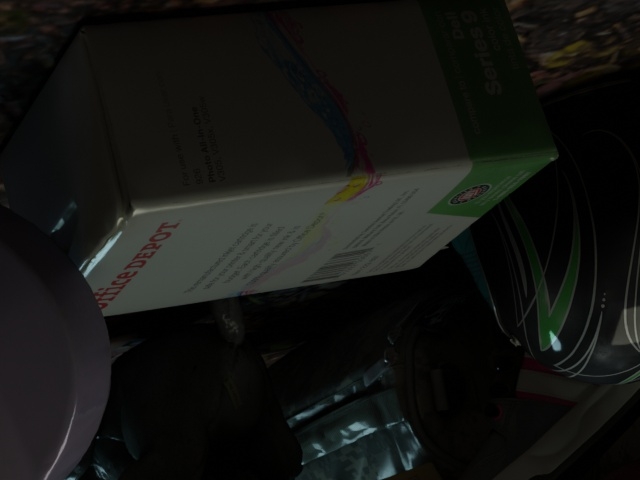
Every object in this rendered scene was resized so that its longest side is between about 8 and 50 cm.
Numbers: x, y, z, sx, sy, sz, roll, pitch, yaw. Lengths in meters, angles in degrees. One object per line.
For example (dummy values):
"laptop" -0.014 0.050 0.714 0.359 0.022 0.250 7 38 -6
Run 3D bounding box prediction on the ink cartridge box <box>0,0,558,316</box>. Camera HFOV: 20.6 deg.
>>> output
"ink cartridge box" -0.025 -0.037 0.818 0.212 0.093 0.154 -10 164 -27

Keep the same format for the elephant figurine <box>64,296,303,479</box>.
"elephant figurine" -0.146 0.138 1.264 0.239 0.186 0.169 5 146 41

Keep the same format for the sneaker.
"sneaker" 0.137 0.062 1.187 0.295 0.178 0.124 -45 162 -10

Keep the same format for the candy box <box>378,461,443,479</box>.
"candy box" -0.061 0.264 1.180 0.316 0.087 0.183 -15 152 -37

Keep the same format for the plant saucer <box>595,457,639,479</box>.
"plant saucer" 0.162 0.258 1.247 0.332 0.084 0.332 -32 162 -12

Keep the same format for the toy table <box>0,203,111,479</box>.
"toy table" -0.246 0.072 0.753 0.274 0.252 0.161 -24 180 33

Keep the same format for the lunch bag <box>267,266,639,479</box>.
"lunch bag" 0.076 0.149 1.392 0.256 0.213 0.305 -5 162 -42

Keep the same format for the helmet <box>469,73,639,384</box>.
"helmet" 0.175 0.001 1.039 0.169 0.162 0.169 -15 166 -4

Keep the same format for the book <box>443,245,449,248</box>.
"book" 0.000 0.000 1.114 0.096 0.035 0.144 -22 165 35
